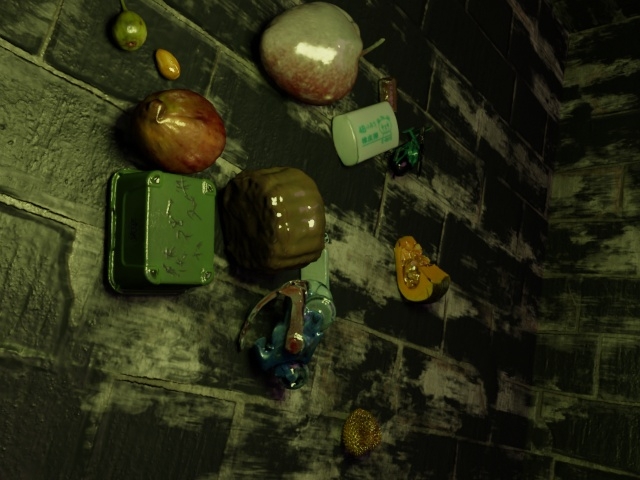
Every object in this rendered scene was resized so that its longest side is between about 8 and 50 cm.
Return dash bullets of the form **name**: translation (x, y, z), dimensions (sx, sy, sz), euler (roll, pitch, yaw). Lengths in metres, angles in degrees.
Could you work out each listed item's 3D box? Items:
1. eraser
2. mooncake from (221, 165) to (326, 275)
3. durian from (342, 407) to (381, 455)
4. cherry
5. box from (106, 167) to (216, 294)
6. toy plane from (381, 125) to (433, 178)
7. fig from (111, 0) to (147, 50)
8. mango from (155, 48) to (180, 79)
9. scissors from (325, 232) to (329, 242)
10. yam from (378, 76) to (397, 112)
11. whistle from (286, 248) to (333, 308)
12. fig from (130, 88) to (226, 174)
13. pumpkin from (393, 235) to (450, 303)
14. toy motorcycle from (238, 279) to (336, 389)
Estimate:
- **eraser**: translation (0.172, -0.405, 2.176), dimensions (0.290, 0.104, 0.189), euler (-29, 105, -44)
- **mooncake**: translation (-0.143, -0.058, 1.672), dimensions (0.187, 0.324, 0.323), euler (-12, 96, -41)
- **durian**: translation (0.148, 0.689, 2.079), dimensions (0.158, 0.137, 0.168), euler (45, 42, -58)
- **cherry**: translation (-0.024, -0.608, 1.846), dimensions (0.335, 0.291, 0.326), euler (28, 80, -20)
- **box**: translation (-0.398, -0.021, 1.501), dimensions (0.253, 0.178, 0.328), euler (4, 85, -48)
- **toy plane**: translation (0.359, -0.360, 2.339), dimensions (0.106, 0.155, 0.381), euler (60, 33, -25)
- **fig**: translation (-0.489, -0.576, 1.500), dimensions (0.093, 0.093, 0.166), euler (18, 71, -44)
- **mango**: translation (-0.422, -0.486, 1.594), dimensions (0.060, 0.046, 0.089), euler (-48, 116, -36)
- **scissors**: translation (0.000, 0.000, 2.041), dimensions (0.083, 0.006, 0.036), euler (-24, 103, -44)
- **yam**: translation (0.267, -0.577, 2.304), dimensions (0.079, 0.079, 0.141), euler (-4, 92, -46)
- **whistle**: translation (-0.036, 0.166, 1.892), dimensions (0.164, 0.164, 0.289), euler (1, 86, -46)
- **fig**: translation (-0.374, -0.288, 1.501), dimensions (0.263, 0.224, 0.223), euler (-2, 89, -49)
- **pumpkin**: translation (0.412, 0.119, 2.335), dimensions (0.139, 0.190, 0.280), euler (-8, 93, -45)
- **toy motorcycle**: translation (-0.102, 0.274, 1.761), dimensions (0.182, 0.241, 0.319), euler (11, 105, -62)
